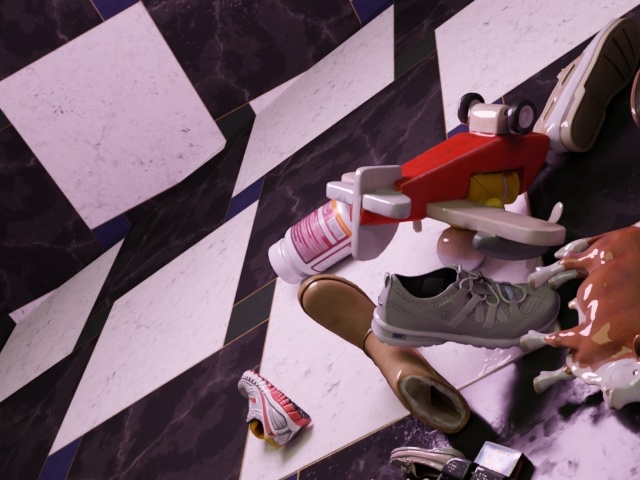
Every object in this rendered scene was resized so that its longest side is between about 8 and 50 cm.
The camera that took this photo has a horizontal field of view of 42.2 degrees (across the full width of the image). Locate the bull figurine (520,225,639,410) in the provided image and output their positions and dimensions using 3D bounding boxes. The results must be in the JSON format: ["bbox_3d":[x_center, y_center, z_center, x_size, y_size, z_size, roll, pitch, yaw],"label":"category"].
[{"bbox_3d":[0.362,0.106,1.068,0.188,0.101,0.310,-14,35,35],"label":"bull figurine"}]

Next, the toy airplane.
[{"bbox_3d":[0.204,-0.054,1.382,0.384,0.272,0.386,-10,28,14],"label":"toy airplane"}]

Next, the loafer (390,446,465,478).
[{"bbox_3d":[0.145,0.315,1.164,0.125,0.045,0.039,-16,43,44],"label":"loafer"}]

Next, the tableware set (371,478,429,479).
[{"bbox_3d":[0.111,0.380,1.139,0.154,0.024,0.104,-16,40,46],"label":"tableware set"}]

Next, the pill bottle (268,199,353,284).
[{"bbox_3d":[0.000,0.000,1.811,0.221,0.121,0.121,-33,26,24],"label":"pill bottle"}]

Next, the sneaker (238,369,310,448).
[{"bbox_3d":[-0.108,0.308,1.524,0.093,0.088,0.225,-50,24,-9],"label":"sneaker"}]

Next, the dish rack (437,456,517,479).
[{"bbox_3d":[0.169,0.388,0.942,0.208,0.074,0.272,10,61,52],"label":"dish rack"}]

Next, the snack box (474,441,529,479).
[{"bbox_3d":[0.197,0.342,1.056,0.064,0.022,0.178,3,52,55],"label":"snack box"}]

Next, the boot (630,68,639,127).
[{"bbox_3d":[0.590,-0.273,1.356,0.106,0.082,0.219,-11,38,56],"label":"boot"}]

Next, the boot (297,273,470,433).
[{"bbox_3d":[0.092,0.162,1.267,0.089,0.236,0.269,-57,19,7],"label":"boot"}]

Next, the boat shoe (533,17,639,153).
[{"bbox_3d":[0.483,-0.290,1.515,0.103,0.113,0.302,6,55,54],"label":"boat shoe"}]

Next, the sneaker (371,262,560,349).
[{"bbox_3d":[0.216,0.087,1.195,0.281,0.115,0.105,-5,31,-10],"label":"sneaker"}]
